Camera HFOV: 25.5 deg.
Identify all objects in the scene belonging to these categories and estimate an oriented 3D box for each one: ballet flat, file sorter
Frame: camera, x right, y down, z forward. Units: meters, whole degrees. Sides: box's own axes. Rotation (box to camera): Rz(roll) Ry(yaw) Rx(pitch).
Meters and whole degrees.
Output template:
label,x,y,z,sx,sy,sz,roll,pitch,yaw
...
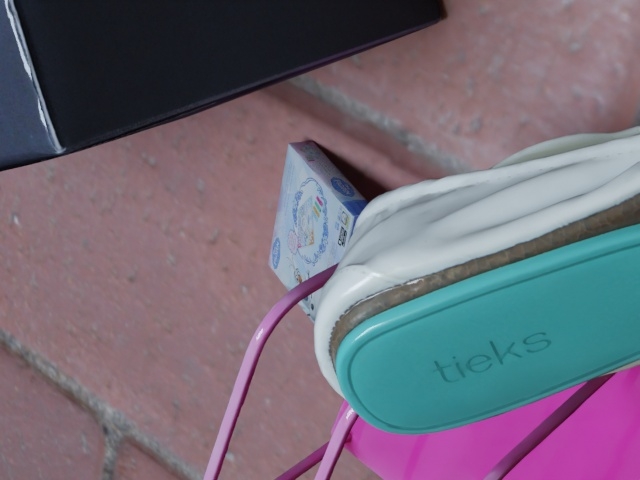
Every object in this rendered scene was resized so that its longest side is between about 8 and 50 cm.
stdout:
label,x,y,z,sx,sy,sz,roll,pitch,yaw
ballet flat,0.186,-0.020,0.621,0.400,0.139,0.139,-14,101,13
file sorter,0.098,0.151,0.756,0.290,0.182,0.202,36,128,22

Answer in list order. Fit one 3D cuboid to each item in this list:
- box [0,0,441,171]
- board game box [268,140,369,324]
label,x,y,z,sx,sy,sz,roll,pitch,yaw
box,-0.147,-0.141,0.755,0.294,0.296,0.183,-8,102,42
board game box,0.000,0.000,0.860,0.090,0.020,0.090,50,138,47
